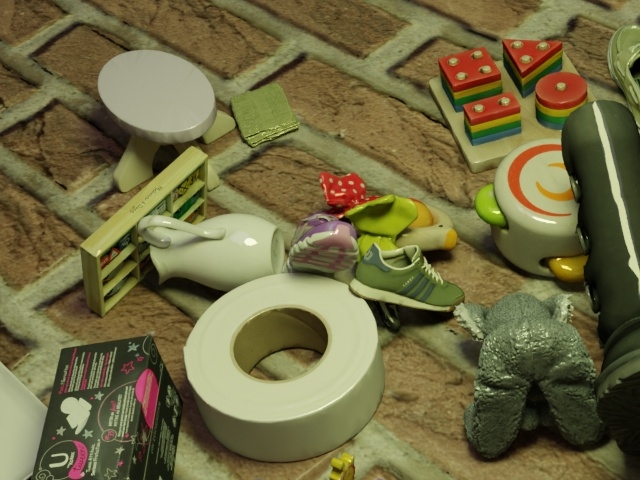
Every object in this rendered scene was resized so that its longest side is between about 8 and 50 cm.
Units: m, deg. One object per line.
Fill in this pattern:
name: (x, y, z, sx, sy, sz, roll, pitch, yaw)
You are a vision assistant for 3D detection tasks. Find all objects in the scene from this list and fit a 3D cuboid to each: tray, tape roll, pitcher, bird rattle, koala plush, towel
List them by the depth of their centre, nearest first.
koala plush: (0.283, 0.148, 1.702, 0.196, 0.203, 0.221, -7, 32, 5)
tape roll: (-0.051, 0.180, 1.793, 0.286, 0.100, 0.286, -6, 44, 6)
tray: (-0.488, 0.276, 1.840, 0.145, 0.030, 0.270, -36, 48, -24)
pitcher: (-0.172, 0.009, 1.941, 0.207, 0.178, 0.125, 0, 65, 14)
bird rattle: (0.106, -0.023, 1.970, 0.207, 0.143, 0.253, 4, 13, -14)
towel: (-0.106, -0.234, 2.286, 0.110, 0.027, 0.148, -19, 45, -6)

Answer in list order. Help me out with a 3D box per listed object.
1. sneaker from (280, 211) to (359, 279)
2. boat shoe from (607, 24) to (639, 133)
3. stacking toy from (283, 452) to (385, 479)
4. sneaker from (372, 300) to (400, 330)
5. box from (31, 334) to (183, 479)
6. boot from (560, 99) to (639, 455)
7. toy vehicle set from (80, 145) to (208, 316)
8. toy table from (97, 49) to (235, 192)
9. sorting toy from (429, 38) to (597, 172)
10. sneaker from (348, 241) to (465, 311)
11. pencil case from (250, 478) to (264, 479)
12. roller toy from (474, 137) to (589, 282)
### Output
sneaker: (0.000, 0.000, 1.865, 0.095, 0.236, 0.104, 16, 71, -10)
boat shoe: (0.569, -0.294, 2.147, 0.109, 0.094, 0.302, -8, 44, 5)
stacking toy: (0.050, 0.340, 1.559, 0.167, 0.052, 0.221, 17, 12, 27)
sneaker: (0.105, 0.093, 1.890, 0.043, 0.040, 0.109, -16, 44, -7)
box: (-0.288, 0.279, 1.695, 0.142, 0.163, 0.247, -8, 43, 10)
boot: (0.400, 0.014, 1.575, 0.146, 0.367, 0.445, -4, 66, 8)
toy vehicle set: (-0.280, -0.016, 1.994, 0.035, 0.166, 0.267, 33, 58, 18)
toy table: (-0.275, -0.210, 2.202, 0.252, 0.161, 0.274, -24, 45, -13)
sorting toy: (0.345, -0.260, 2.167, 0.255, 0.089, 0.257, -15, 43, -4)
sneaker: (0.141, 0.050, 1.830, 0.192, 0.086, 0.064, 9, 21, -25)
pencil case: (-0.013, 0.418, 1.519, 0.306, 0.119, 0.133, 29, 53, 35)
roller toy: (0.361, -0.046, 1.901, 0.209, 0.146, 0.191, 29, 60, 23)
